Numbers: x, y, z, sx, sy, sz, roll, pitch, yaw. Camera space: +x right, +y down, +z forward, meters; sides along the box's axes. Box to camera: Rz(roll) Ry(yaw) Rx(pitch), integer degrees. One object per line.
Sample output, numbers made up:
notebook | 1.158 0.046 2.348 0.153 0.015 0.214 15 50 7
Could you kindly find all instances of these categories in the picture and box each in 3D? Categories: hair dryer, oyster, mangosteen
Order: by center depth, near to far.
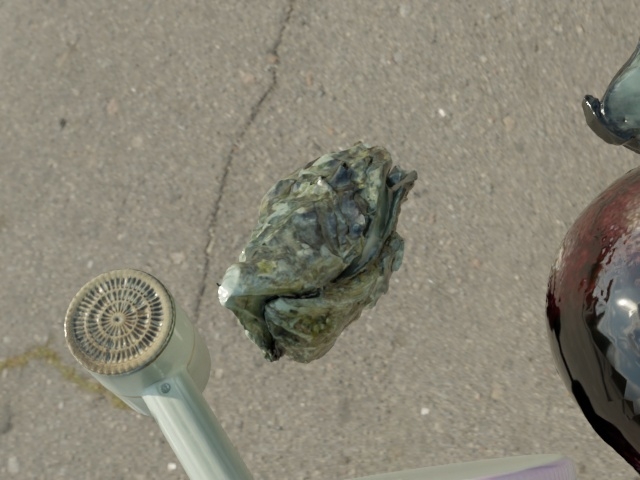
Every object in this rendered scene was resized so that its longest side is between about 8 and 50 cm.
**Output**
mangosteen | 0.164 0.030 0.361 0.152 0.152 0.152 -7 74 25
oyster | -0.002 0.004 0.869 0.158 0.351 0.162 15 113 12
hair dryer | -0.108 0.200 0.900 0.108 0.173 0.357 -32 65 -6

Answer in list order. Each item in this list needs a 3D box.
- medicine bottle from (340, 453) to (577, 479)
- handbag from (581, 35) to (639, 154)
medicine bottle | 0.069 0.282 0.648 0.253 0.252 0.240 -14 77 23
handbag | 0.449 -0.131 0.974 0.332 0.075 0.191 27 82 14
